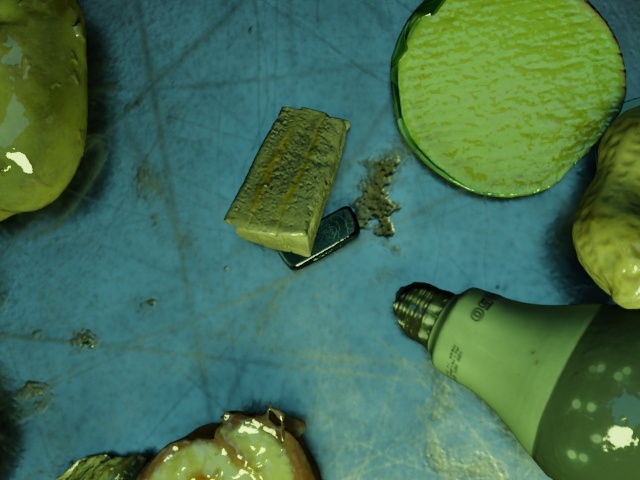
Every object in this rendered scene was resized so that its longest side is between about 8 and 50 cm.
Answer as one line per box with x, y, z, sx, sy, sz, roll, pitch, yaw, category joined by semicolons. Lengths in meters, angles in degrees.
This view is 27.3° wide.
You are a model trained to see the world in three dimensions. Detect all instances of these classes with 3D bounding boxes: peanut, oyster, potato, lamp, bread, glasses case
0.289;-0.031;1.196;0.098;0.103;0.229;33;56;-14;peanut
-0.225;0.269;1.262;0.146;0.045;0.122;-11;99;2;oyster
-0.308;-0.157;1.246;0.191;0.141;0.296;-2;86;18;potato
0.206;0.125;1.183;0.314;0.182;0.182;19;86;5;lamp
-0.029;-0.066;1.234;0.077;0.105;0.152;13;79;8;bread
0.179;-0.152;1.280;0.228;0.033;0.228;0;84;2;bread
-0.086;0.263;1.211;0.190;0.123;0.244;25;87;2;bread
0.000;0.000;1.277;0.083;0.023;0.033;-30;72;3;glasses case

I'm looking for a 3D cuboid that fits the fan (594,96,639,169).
0.332;-0.117;1.285;0.113;0.005;0.175;15;86;3;fan
